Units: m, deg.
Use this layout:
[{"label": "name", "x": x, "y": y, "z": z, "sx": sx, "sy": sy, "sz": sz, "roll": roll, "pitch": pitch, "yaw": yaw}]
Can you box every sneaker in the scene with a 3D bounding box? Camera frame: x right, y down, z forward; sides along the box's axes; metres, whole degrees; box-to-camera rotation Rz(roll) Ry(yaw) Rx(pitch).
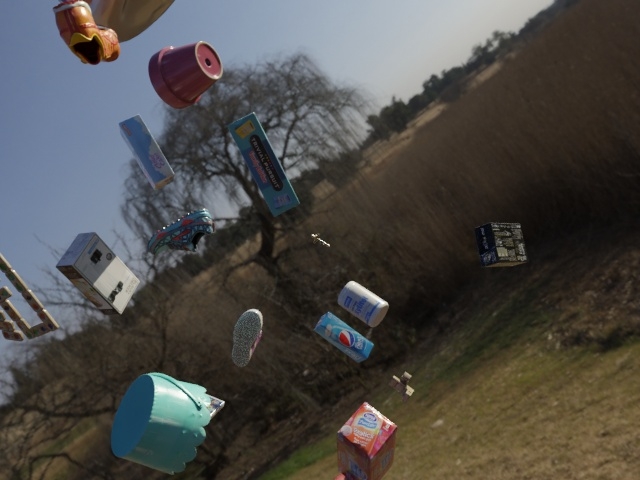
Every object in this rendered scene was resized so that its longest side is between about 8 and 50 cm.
[{"label": "sneaker", "x": -0.283, "y": 0.358, "z": 2.277, "sx": 0.161, "sy": 0.102, "sz": 0.282, "roll": -58, "pitch": -9, "yaw": -57}, {"label": "sneaker", "x": -0.320, "y": -0.269, "z": 0.778, "sx": 0.064, "sy": 0.067, "sz": 0.175, "roll": -15, "pitch": 5, "yaw": -1}, {"label": "sneaker", "x": -0.494, "y": -0.004, "z": 1.998, "sx": 0.262, "sy": 0.125, "sz": 0.104, "roll": -31, "pitch": -9, "yaw": 10}]

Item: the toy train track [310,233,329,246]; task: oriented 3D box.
[{"label": "toy train track", "x": 0.000, "y": 0.000, "z": 2.261, "sx": 0.048, "sy": 0.083, "sz": 0.014, "roll": -61, "pitch": -5, "yaw": 28}]

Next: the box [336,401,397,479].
[{"label": "box", "x": 0.132, "y": 0.603, "z": 1.621, "sx": 0.128, "sy": 0.122, "sz": 0.257, "roll": -40, "pitch": -34, "yaw": -31}]

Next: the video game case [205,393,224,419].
[{"label": "video game case", "x": -0.462, "y": 0.572, "z": 1.937, "sx": 0.183, "sy": 0.201, "sz": 0.023, "roll": -35, "pitch": -41, "yaw": -66}]

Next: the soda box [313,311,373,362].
[{"label": "soda box", "x": 0.084, "y": 0.352, "z": 2.043, "sx": 0.067, "sy": 0.210, "sz": 0.071, "roll": -58, "pitch": 8, "yaw": -33}]

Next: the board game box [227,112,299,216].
[{"label": "board game box", "x": -0.158, "y": -0.211, "z": 1.553, "sx": 0.079, "sy": 0.254, "sz": 0.336, "roll": -27, "pitch": 11, "yaw": -3}]

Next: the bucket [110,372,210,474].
[{"label": "bucket", "x": -0.479, "y": 0.538, "z": 1.675, "sx": 0.281, "sy": 0.183, "sz": 0.281, "roll": -32, "pitch": 42, "yaw": 34}]

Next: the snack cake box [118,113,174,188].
[{"label": "snack cake box", "x": -0.670, "y": -0.336, "z": 2.172, "sx": 0.089, "sy": 0.264, "sz": 0.152, "roll": -31, "pitch": 5, "yaw": -18}]

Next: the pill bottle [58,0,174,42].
[{"label": "pill bottle", "x": -0.415, "y": -0.531, "z": 0.891, "sx": 0.224, "sy": 0.392, "sz": 0.224, "roll": -46, "pitch": 7, "yaw": 7}]

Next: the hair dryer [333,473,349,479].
[{"label": "hair dryer", "x": 0.097, "y": 0.741, "z": 1.830, "sx": 0.293, "sy": 0.080, "sz": 0.224, "roll": -49, "pitch": -30, "yaw": -44}]

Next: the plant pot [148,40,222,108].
[{"label": "plant pot", "x": -0.431, "y": -0.558, "z": 1.853, "sx": 0.180, "sy": 0.201, "sz": 0.201, "roll": -15, "pitch": 15, "yaw": 30}]

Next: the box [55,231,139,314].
[{"label": "box", "x": -0.817, "y": 0.126, "z": 2.087, "sx": 0.087, "sy": 0.290, "sz": 0.169, "roll": -5, "pitch": 44, "yaw": 25}]

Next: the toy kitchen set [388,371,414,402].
[{"label": "toy kitchen set", "x": 0.281, "y": 0.497, "z": 1.929, "sx": 0.068, "sy": 0.083, "sz": 0.075, "roll": -59, "pitch": -16, "yaw": 11}]

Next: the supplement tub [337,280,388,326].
[{"label": "supplement tub", "x": 0.103, "y": 0.153, "z": 1.355, "sx": 0.071, "sy": 0.107, "sz": 0.071, "roll": -43, "pitch": -29, "yaw": -31}]

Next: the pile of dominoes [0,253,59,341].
[{"label": "pile of dominoes", "x": -0.769, "y": 0.146, "z": 1.339, "sx": 0.196, "sy": 0.251, "sz": 0.040, "roll": -22, "pitch": 18, "yaw": 28}]

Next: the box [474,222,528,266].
[{"label": "box", "x": 0.653, "y": 0.017, "z": 2.032, "sx": 0.180, "sy": 0.147, "sz": 0.077, "roll": -1, "pitch": -14, "yaw": -36}]
